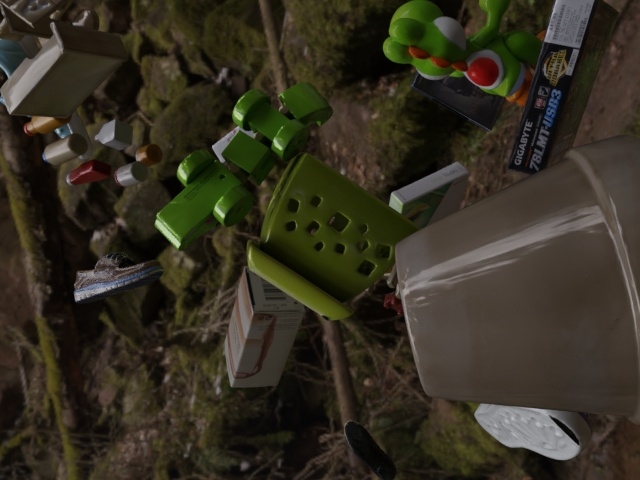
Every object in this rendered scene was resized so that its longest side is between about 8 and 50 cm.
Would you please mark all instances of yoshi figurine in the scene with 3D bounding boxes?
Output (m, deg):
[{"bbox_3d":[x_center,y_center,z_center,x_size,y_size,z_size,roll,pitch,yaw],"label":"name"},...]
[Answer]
[{"bbox_3d":[0.287,-0.393,1.306,0.203,0.362,0.203,-158,76,-69],"label":"yoshi figurine"}]

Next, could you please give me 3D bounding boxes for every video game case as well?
[{"bbox_3d":[0.406,-0.456,1.841,0.196,0.274,0.026,-66,16,-3],"label":"video game case"}]

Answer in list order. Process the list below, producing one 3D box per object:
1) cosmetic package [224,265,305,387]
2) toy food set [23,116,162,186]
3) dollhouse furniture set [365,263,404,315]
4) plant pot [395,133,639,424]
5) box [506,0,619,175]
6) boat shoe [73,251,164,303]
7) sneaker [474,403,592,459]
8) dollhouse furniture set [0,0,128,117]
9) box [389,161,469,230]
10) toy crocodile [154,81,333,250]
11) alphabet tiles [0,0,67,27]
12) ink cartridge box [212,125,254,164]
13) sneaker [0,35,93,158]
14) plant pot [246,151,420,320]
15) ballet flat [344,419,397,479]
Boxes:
[{"bbox_3d":[-0.143,0.213,1.590,0.153,0.129,0.296,-109,27,-43],"label":"cosmetic package"},{"bbox_3d":[-0.413,-0.158,1.193,0.104,0.232,0.111,-12,72,36],"label":"toy food set"},{"bbox_3d":[0.301,0.094,1.534,0.201,0.374,0.152,52,-129,-46],"label":"dollhouse furniture set"},{"bbox_3d":[0.243,0.068,0.761,0.323,0.280,0.323,-13,-90,-80],"label":"plant pot"},{"bbox_3d":[0.434,-0.274,1.164,0.295,0.073,0.293,-24,-49,-58],"label":"box"},{"bbox_3d":[-0.350,0.055,1.113,0.066,0.183,0.066,8,-114,-69],"label":"boat shoe"},{"bbox_3d":[0.396,0.231,1.086,0.236,0.130,0.323,-42,-7,-15],"label":"sneaker"},{"bbox_3d":[-0.408,-0.326,0.947,0.161,0.212,0.242,-31,79,32],"label":"dollhouse furniture set"},{"bbox_3d":[0.278,-0.047,1.803,0.058,0.232,0.322,48,152,33],"label":"box"},{"bbox_3d":[-0.118,-0.121,1.025,0.340,0.115,0.105,-49,-17,-9],"label":"toy crocodile"},{"bbox_3d":[-0.369,-0.390,0.815,0.198,0.237,0.009,-50,-9,-19],"label":"alphabet tiles"},{"bbox_3d":[-0.170,-0.222,1.478,0.052,0.122,0.088,60,-163,9],"label":"ink cartridge box"},{"bbox_3d":[-0.726,-0.354,1.677,0.366,0.150,0.135,62,166,-13],"label":"sneaker"},{"bbox_3d":[0.000,0.000,1.103,0.207,0.227,0.228,-57,8,-2],"label":"plant pot"},{"bbox_3d":[0.112,0.485,1.513,0.057,0.173,0.049,-38,4,6],"label":"ballet flat"}]
